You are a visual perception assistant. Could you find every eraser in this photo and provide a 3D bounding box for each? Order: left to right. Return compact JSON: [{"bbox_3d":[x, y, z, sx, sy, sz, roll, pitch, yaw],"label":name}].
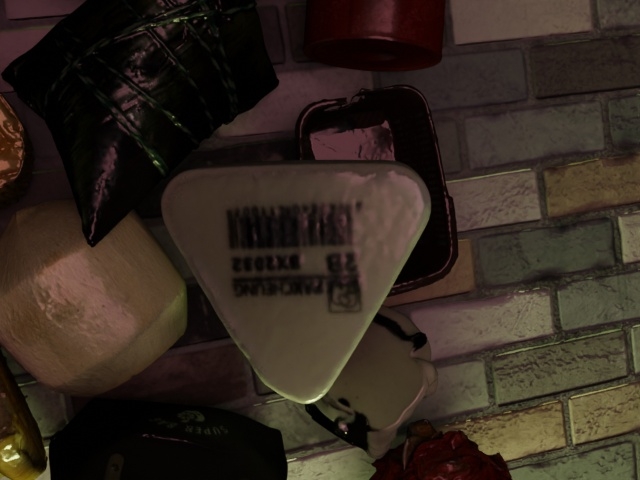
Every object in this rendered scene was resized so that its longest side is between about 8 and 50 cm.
[{"bbox_3d":[0.000,0.000,0.898,0.330,0.150,0.332,0,97,4],"label":"eraser"}]

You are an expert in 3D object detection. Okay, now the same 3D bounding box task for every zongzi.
[{"bbox_3d":[-0.213,-0.175,0.872,0.383,0.319,0.362,-24,57,0],"label":"zongzi"}]

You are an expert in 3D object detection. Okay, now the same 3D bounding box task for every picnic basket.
[{"bbox_3d":[0.071,-0.069,1.043,0.222,0.129,0.297,-12,95,-10],"label":"picnic basket"}]

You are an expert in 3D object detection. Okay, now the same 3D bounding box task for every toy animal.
[{"bbox_3d":[0.073,0.202,1.040,0.208,0.156,0.204,34,80,32],"label":"toy animal"}]

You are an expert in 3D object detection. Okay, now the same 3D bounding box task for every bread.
[{"bbox_3d":[-0.491,-0.145,0.910,0.179,0.133,0.250,-40,101,-8],"label":"bread"}]

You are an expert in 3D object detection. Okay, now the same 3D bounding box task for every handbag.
[{"bbox_3d":[-0.194,0.313,0.925,0.342,0.288,0.152,12,90,-12],"label":"handbag"}]

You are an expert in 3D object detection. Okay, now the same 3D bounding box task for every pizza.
[{"bbox_3d":[-0.413,0.201,0.862,0.089,0.323,0.223,-26,83,-23],"label":"pizza"}]

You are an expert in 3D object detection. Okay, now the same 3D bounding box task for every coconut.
[{"bbox_3d":[-0.310,0.062,0.908,0.244,0.245,0.247,-35,100,-8],"label":"coconut"}]

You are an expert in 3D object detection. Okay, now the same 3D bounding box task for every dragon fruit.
[{"bbox_3d":[0.176,0.437,1.022,0.277,0.277,0.343,-12,101,-12],"label":"dragon fruit"}]

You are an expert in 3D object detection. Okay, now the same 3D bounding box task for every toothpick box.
[{"bbox_3d":[0.085,-0.427,0.989,0.204,0.204,0.334,4,92,-13],"label":"toothpick box"}]
